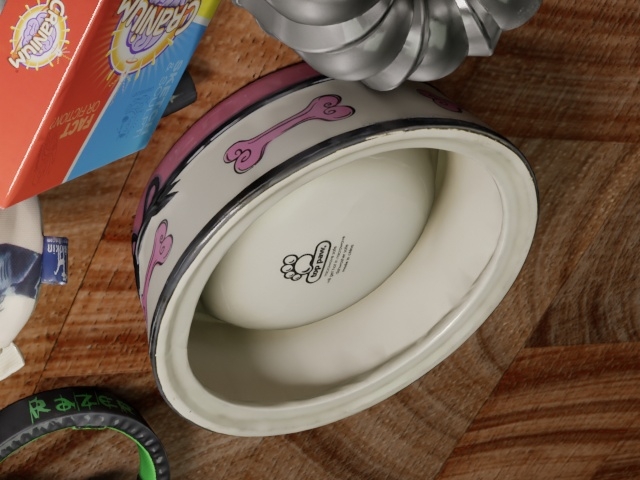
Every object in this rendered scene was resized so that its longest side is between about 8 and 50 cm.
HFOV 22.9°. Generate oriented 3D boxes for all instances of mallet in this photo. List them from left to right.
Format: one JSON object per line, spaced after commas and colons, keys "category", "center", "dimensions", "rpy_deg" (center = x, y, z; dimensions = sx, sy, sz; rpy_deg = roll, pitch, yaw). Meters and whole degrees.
{"category": "mallet", "center": [-0.157, -0.171, 1.311], "dimensions": [0.062, 0.039, 0.189], "rpy_deg": [-31, 140, -9]}

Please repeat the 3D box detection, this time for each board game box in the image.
{"category": "board game box", "center": [-0.136, -0.191, 1.145], "dimensions": [0.316, 0.064, 0.242], "rpy_deg": [-60, 171, 22]}

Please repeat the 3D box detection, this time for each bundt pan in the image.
{"category": "bundt pan", "center": [0.085, -0.259, 1.315], "dimensions": [0.331, 0.124, 0.330], "rpy_deg": [-20, 141, -17]}

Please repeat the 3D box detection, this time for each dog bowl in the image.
{"category": "dog bowl", "center": [0.000, 0.000, 1.523], "dimensions": [0.408, 0.150, 0.408], "rpy_deg": [-20, 142, -17]}

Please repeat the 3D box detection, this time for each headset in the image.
{"category": "headset", "center": [-0.314, 0.323, 1.702], "dimensions": [0.243, 0.185, 0.394], "rpy_deg": [5, 114, -35]}

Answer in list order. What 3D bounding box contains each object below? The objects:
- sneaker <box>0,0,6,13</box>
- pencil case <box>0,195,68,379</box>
{"category": "sneaker", "center": [-0.236, -0.186, 1.111], "dimensions": [0.080, 0.094, 0.212], "rpy_deg": [-25, -161, 40]}
{"category": "pencil case", "center": [-0.379, 0.011, 1.114], "dimensions": [0.160, 0.183, 0.410], "rpy_deg": [-37, 157, 33]}
